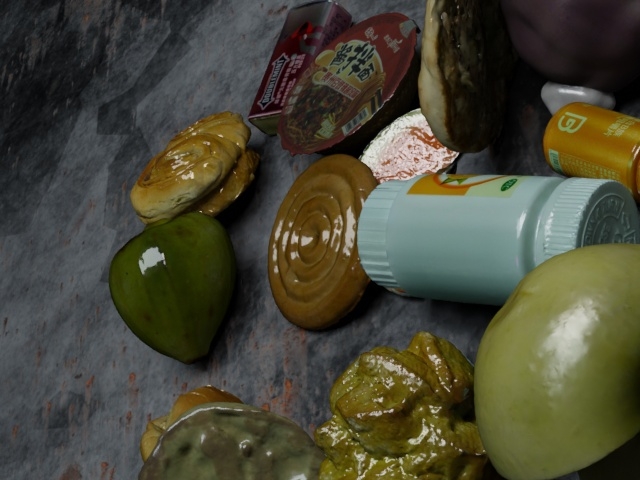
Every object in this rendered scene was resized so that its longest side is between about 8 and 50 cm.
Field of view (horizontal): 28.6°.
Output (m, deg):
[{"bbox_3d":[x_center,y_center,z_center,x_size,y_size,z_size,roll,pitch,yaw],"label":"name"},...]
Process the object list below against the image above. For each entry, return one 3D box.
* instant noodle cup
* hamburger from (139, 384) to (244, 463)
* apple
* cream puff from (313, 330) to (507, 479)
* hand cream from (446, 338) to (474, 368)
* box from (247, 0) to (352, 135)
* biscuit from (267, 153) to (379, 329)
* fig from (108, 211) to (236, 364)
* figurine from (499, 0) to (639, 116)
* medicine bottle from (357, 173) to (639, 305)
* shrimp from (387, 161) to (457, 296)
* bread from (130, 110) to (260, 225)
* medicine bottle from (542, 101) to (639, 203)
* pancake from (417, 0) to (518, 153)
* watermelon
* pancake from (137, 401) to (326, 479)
[{"bbox_3d":[0.064,-0.212,1.883,0.274,0.091,0.274,-32,34,25],"label":"instant noodle cup"},{"bbox_3d":[-0.146,0.304,1.639,0.144,0.156,0.283,-38,44,13],"label":"hamburger"},{"bbox_3d":[0.288,0.146,1.212,0.292,0.292,0.254,-59,9,-9],"label":"apple"},{"bbox_3d":[0.114,0.229,1.369,0.244,0.244,0.196,-50,38,3],"label":"cream puff"},{"bbox_3d":[0.057,0.255,1.541,0.331,0.085,0.058,-46,10,3],"label":"hand cream"},{"bbox_3d":[-0.033,-0.285,2.077,0.120,0.069,0.224,-2,61,45],"label":"box"},{"bbox_3d":[0.000,0.000,1.776,0.262,0.037,0.262,-27,55,47],"label":"biscuit"},{"bbox_3d":[-0.214,0.076,1.898,0.203,0.203,0.225,-25,83,31],"label":"fig"},{"bbox_3d":[0.369,-0.351,1.615,0.365,0.218,0.206,-59,11,-30],"label":"figurine"},{"bbox_3d":[0.205,-0.001,1.501,0.318,0.158,0.158,4,63,41],"label":"medicine bottle"},{"bbox_3d":[0.152,-0.008,1.682,0.195,0.035,0.148,-53,36,5],"label":"shrimp"},{"bbox_3d":[-0.204,-0.107,2.024,0.198,0.120,0.236,-26,21,29],"label":"bread"},{"bbox_3d":[0.361,-0.101,1.491,0.096,0.096,0.192,-55,36,-4],"label":"medicine bottle"},{"bbox_3d":[0.203,-0.313,1.628,0.071,0.382,0.382,6,63,22],"label":"pancake"},{"bbox_3d":[0.121,-0.106,1.785,0.245,0.063,0.119,-48,58,0],"label":"watermelon"},{"bbox_3d":[-0.099,0.345,1.513,0.294,0.294,0.049,-52,-1,0],"label":"pancake"}]
